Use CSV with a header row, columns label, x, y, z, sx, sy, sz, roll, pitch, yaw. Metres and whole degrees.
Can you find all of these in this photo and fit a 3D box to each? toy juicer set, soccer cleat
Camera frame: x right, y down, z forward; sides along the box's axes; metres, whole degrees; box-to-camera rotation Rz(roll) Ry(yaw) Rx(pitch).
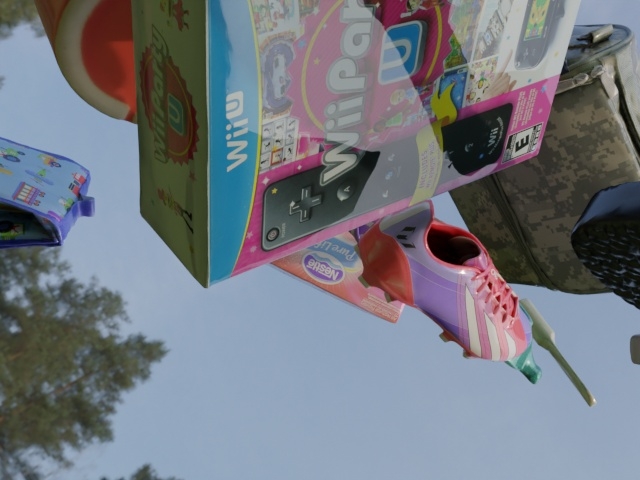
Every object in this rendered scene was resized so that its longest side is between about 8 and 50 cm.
label,x,y,z,sx,sy,sz,roll,pitch,yaw
toy juicer set,0.225,0.096,1.224,0.089,0.209,0.329,-43,-63,14
soccer cleat,0.136,0.043,0.829,0.095,0.083,0.248,-35,-48,30

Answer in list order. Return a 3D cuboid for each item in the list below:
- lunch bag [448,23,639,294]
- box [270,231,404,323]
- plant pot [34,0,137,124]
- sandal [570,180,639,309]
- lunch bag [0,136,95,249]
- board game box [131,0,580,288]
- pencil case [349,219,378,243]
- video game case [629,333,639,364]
label,x,y,z,sx,sy,sz,roll,pitch,yaw
lunch bag,0.289,-0.094,1.025,0.256,0.212,0.305,6,-49,59
box,0.000,0.000,1.401,0.299,0.142,0.154,27,-5,-19
plant pot,-0.151,-0.256,0.826,0.275,0.274,0.243,-55,-141,41
sandal,0.327,-0.018,0.524,0.167,0.107,0.445,43,-16,-20
lunch bag,-0.477,-0.077,1.312,0.293,0.221,0.138,8,-67,-7
board game box,0.032,-0.125,0.583,0.097,0.303,0.224,43,-38,38
pencil case,0.042,-0.066,0.982,0.206,0.088,0.086,-126,-143,-51
video game case,0.550,0.106,0.945,0.299,0.328,0.036,-2,-89,51
